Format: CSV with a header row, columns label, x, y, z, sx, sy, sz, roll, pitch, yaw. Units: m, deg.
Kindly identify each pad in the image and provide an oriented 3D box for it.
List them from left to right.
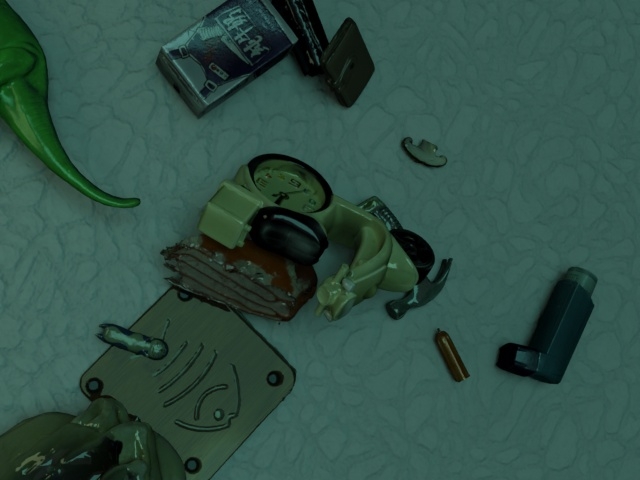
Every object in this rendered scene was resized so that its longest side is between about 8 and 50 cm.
label,x,y,z,sx,sy,sz,roll,pitch,yaw
pad,-0.222,0.243,1.519,0.284,0.018,0.286,46,73,-6

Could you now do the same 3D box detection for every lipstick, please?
label,x,y,z,sx,sy,sz,roll,pitch,yaw
lipstick,-0.078,-0.506,1.642,0.077,0.077,0.418,-22,88,-19

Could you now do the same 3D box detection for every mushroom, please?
label,x,y,z,sx,sy,sz,roll,pitch,yaw
mushroom,0.203,-0.171,1.707,0.101,0.019,0.049,27,76,-14

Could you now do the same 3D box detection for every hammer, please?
label,x,y,z,sx,sy,sz,roll,pitch,yaw
hammer,0.146,0.018,1.650,0.158,0.041,0.226,-33,92,-19

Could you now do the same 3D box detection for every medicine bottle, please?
label,x,y,z,sx,sy,sz,roll,pitch,yaw
medicine bottle,0.450,0.165,1.702,0.124,0.079,0.258,34,73,-9

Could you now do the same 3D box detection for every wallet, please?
label,x,y,z,sx,sy,sz,roll,pitch,yaw
wallet,0.052,-0.325,1.625,0.038,0.153,0.118,25,77,26

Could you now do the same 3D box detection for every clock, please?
label,x,y,z,sx,sy,sz,roll,pitch,yaw
clock,0.000,0.000,1.502,0.379,0.120,0.276,31,38,6

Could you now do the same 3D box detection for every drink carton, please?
label,x,y,z,sx,sy,sz,roll,pitch,yaw
drink carton,-0.171,-0.340,1.578,0.222,0.102,0.134,-39,97,-17

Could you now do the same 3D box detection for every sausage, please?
label,x,y,z,sx,sy,sz,roll,pitch,yaw
sausage,0.245,0.215,1.657,0.031,0.031,0.107,-28,90,-19

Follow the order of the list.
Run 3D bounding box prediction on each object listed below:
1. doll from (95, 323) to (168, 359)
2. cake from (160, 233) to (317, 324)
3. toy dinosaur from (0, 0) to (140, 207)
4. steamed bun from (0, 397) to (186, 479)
label,x,y,z,sx,sy,sz,roll,pitch,yaw
doll,-0.317,0.170,1.476,0.125,0.027,0.037,20,84,-13
cake,-0.135,0.063,1.505,0.287,0.098,0.135,8,47,-18
toy dinosaur,-0.474,-0.299,1.486,0.500,0.144,0.375,28,63,-15
steamed bun,-0.367,0.391,1.350,0.320,0.206,0.275,-8,88,-12
